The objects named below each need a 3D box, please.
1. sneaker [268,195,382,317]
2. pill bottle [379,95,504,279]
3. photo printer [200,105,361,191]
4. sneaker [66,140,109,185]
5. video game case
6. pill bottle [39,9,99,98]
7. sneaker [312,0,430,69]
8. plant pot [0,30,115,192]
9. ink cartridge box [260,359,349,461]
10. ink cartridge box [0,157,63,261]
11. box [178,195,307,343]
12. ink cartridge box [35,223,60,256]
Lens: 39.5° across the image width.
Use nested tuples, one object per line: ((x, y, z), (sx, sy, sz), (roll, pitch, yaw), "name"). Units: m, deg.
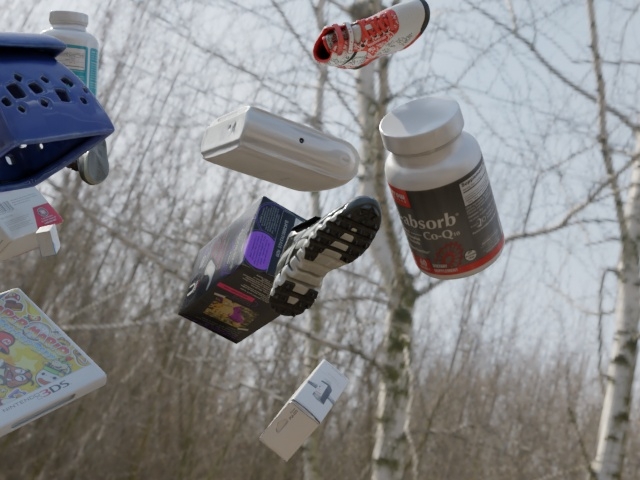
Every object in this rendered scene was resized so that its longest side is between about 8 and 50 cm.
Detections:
((0.000, 0.000, 1.226), (0.078, 0.106, 0.234), (22, -49, -24), "sneaker")
((0.258, -0.112, 1.920), (0.210, 0.210, 0.362), (3, -51, 36), "pill bottle")
((-0.081, -0.190, 1.978), (0.308, 0.107, 0.256), (17, -10, -27), "photo printer")
((-0.633, -0.199, 2.375), (0.118, 0.222, 0.083), (-30, -53, 14), "sneaker")
((-0.451, 0.168, 1.246), (0.227, 0.206, 0.026), (36, -51, 27), "video game case")
((-0.607, -0.410, 2.136), (0.146, 0.263, 0.146), (4, 3, 0), "pill bottle")
((0.103, -0.451, 1.957), (0.145, 0.090, 0.270), (-5, -12, -45), "sneaker")
((-0.529, -0.215, 1.483), (0.236, 0.212, 0.236), (-25, -3, 30), "plant pot")
((-0.036, 0.407, 2.151), (0.092, 0.218, 0.158), (40, -62, 6), "ink cartridge box")
((-0.889, -0.104, 2.424), (0.306, 0.226, 0.131), (48, -63, 5), "ink cartridge box")
((-0.135, 0.062, 1.699), (0.143, 0.165, 0.270), (30, -37, -21), "box")
((-0.513, -0.001, 1.682), (0.028, 0.048, 0.083), (-12, 12, -8), "ink cartridge box")
